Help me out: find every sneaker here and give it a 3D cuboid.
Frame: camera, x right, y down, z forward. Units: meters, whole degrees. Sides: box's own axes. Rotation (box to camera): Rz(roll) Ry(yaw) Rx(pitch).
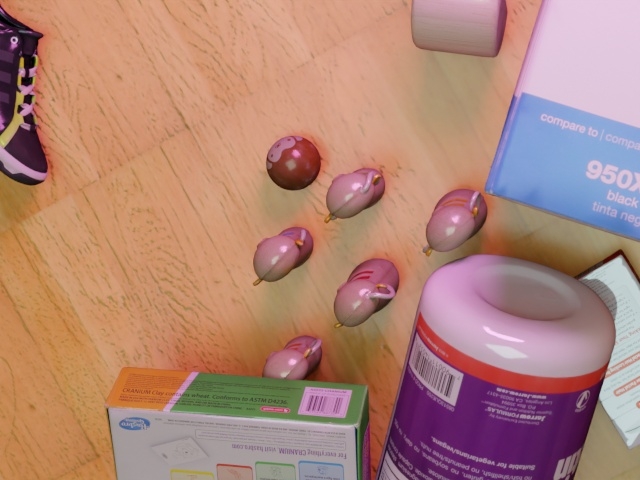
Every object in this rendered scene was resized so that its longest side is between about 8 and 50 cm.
[{"bbox_3d":[-0.313,-0.170,1.907,0.097,0.084,0.235,-26,92,11],"label":"sneaker"}]

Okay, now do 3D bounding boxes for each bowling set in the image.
[{"bbox_3d":[0.000,0.000,1.837,0.200,0.154,0.287,45,102,2],"label":"bowling set"}]

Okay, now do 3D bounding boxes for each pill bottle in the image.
[{"bbox_3d":[0.152,0.188,1.802,0.181,0.181,0.323,16,117,8],"label":"pill bottle"}]

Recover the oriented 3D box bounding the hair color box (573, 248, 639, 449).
[{"bbox_3d":[0.292,0.104,1.850,0.093,0.053,0.167,-31,90,11],"label":"hair color box"}]

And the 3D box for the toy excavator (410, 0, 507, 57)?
[{"bbox_3d":[0.164,-0.446,1.729,0.222,0.445,0.433,7,58,10],"label":"toy excavator"}]

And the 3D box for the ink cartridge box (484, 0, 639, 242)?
[{"bbox_3d":[0.284,-0.218,1.688,0.166,0.285,0.395,18,101,6],"label":"ink cartridge box"}]

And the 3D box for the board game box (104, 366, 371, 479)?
[{"bbox_3d":[-0.071,0.274,1.870,0.242,0.064,0.317,4,123,9],"label":"board game box"}]
